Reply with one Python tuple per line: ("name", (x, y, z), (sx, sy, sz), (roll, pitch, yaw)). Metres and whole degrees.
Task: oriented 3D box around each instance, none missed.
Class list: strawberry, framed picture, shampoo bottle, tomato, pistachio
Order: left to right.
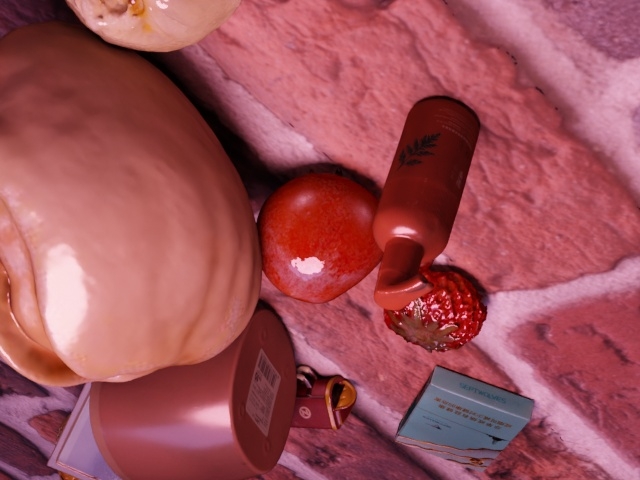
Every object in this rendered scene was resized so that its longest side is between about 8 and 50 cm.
("pistachio", (-0.233, -0.021, 1.024), (0.281, 0.365, 0.445), (-7, 136, 32))
("framed picture", (-0.371, 0.358, 1.782), (0.213, 0.016, 0.289), (26, 111, -8))
("tomato", (0.000, 0.000, 1.135), (0.167, 0.167, 0.167), (14, 145, 10))
("shampoo bottle", (0.101, -0.035, 0.951), (0.085, 0.244, 0.085), (12, 143, 9))
("strawberry", (0.148, 0.094, 1.241), (0.145, 0.086, 0.145), (14, 143, 11))

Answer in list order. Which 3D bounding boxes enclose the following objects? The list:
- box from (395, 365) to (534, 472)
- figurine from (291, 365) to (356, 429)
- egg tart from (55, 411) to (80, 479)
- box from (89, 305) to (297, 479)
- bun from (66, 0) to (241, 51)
("box", (0.223, 0.289, 1.502), (0.162, 0.041, 0.229), (20, 145, 2))
("figurine", (-0.007, 0.251, 1.552), (0.154, 0.082, 0.098), (-7, 117, 33))
("egg tart", (-0.443, 0.440, 1.926), (0.234, 0.234, 0.094), (-4, 176, 31))
("box", (-0.175, 0.223, 1.418), (0.216, 0.301, 0.301), (-5, 138, 20))
("bun", (-0.176, -0.260, 0.891), (0.222, 0.127, 0.222), (16, 149, 10))
